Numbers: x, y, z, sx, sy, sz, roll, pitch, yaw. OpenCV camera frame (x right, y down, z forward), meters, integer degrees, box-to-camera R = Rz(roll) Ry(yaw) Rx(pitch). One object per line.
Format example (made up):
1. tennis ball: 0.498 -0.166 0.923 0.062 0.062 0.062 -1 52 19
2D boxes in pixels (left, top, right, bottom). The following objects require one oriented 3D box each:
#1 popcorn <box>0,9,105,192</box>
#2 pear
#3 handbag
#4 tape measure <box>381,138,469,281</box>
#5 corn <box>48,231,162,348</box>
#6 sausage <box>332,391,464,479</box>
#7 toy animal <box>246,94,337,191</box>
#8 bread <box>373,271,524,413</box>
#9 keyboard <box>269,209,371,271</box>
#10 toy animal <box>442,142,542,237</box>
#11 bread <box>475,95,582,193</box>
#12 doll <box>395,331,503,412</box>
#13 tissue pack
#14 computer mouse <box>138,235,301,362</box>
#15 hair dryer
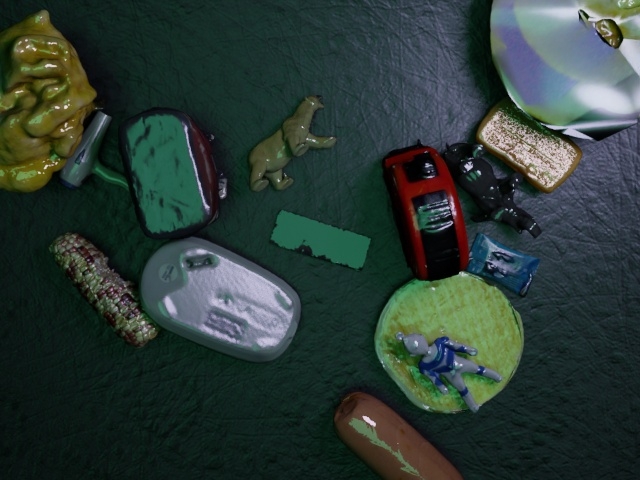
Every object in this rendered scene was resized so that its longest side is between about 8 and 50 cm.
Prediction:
1. popcorn: -0.545 -0.270 1.706 0.280 0.297 0.316 2 135 -33
2. pear: 0.499 -0.388 1.667 0.398 0.165 0.399 0 96 3
3. handbag: -0.281 -0.131 1.726 0.181 0.181 0.255 -16 95 1
4. tape measure: 0.195 -0.052 1.681 0.114 0.260 0.253 -14 100 2
5. corn: -0.431 0.094 1.802 0.098 0.098 0.290 -41 89 6
6. sausage: 0.153 0.425 1.790 0.304 0.121 0.121 42 96 -2
7. toy animal: -0.064 -0.190 1.764 0.218 0.103 0.101 -42 68 10
8. bread: 0.258 0.198 1.800 0.301 0.045 0.301 0 98 1
9. keyboard: 0.000 0.000 1.809 0.196 0.015 0.074 17 93 1
10. toy animal: 0.329 -0.101 1.710 0.114 0.146 0.245 -34 96 -6
11. bread: 0.401 -0.185 1.738 0.200 0.077 0.116 38 98 1
12. doll: 0.244 0.236 1.757 0.227 0.057 0.114 35 102 -13
13. tissue pack: 0.362 0.050 1.789 0.138 0.028 0.085 23 96 -3
14. computer mouse: -0.201 0.120 1.792 0.330 0.095 0.197 28 83 -10
15. hair dryer: -0.412 -0.166 1.801 0.199 0.067 0.167 14 91 -9
